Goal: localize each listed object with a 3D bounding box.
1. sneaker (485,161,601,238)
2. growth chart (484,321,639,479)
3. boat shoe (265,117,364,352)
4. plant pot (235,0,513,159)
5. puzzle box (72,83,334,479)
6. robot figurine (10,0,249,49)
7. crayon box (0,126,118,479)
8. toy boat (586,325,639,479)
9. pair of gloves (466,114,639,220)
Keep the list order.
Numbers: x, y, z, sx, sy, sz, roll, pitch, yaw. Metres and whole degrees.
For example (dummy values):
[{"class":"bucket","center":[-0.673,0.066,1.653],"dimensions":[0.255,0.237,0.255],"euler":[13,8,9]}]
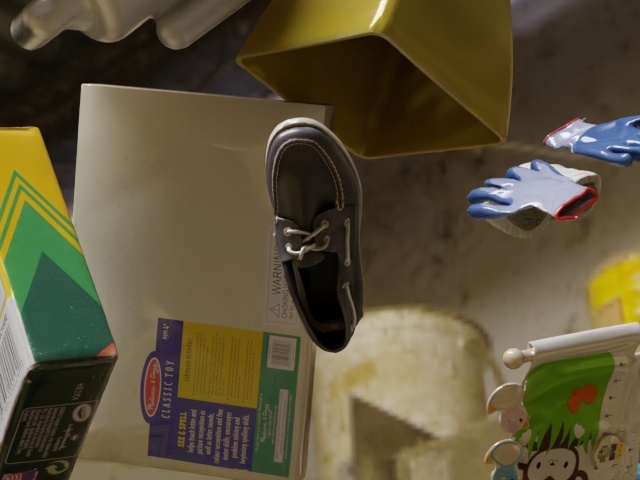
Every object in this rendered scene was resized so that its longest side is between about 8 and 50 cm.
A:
[{"class":"sneaker","center":[0.306,-0.067,2.359],"dimensions":[0.232,0.115,0.090],"euler":[-8,-64,-41]},{"class":"growth chart","center":[0.204,0.172,1.270],"dimensions":[0.172,0.021,0.237],"euler":[-17,-61,-26]},{"class":"boat shoe","center":[0.000,0.000,1.269],"dimensions":[0.075,0.065,0.206],"euler":[-7,-56,5]},{"class":"plant pot","center":[0.077,-0.223,1.636],"dimensions":[0.212,0.187,0.212],"euler":[-3,-29,46]},{"class":"puzzle box","center":[-0.135,0.046,1.683],"dimensions":[0.272,0.409,0.052],"euler":[7,7,13]},{"class":"robot figurine","center":[-0.191,-0.342,1.602],"dimensions":[0.300,0.353,0.200],"euler":[54,-16,-14]},{"class":"crayon box","center":[-0.279,0.043,1.398],"dimensions":[0.081,0.319,0.202],"euler":[-4,-39,-29]},{"class":"toy boat","center":[0.362,0.199,1.577],"dimensions":[0.318,0.267,0.148],"euler":[17,-40,3]},{"class":"pair of gloves","center":[0.231,-0.066,1.427],"dimensions":[0.198,0.159,0.023],"euler":[-31,-68,-21]}]
